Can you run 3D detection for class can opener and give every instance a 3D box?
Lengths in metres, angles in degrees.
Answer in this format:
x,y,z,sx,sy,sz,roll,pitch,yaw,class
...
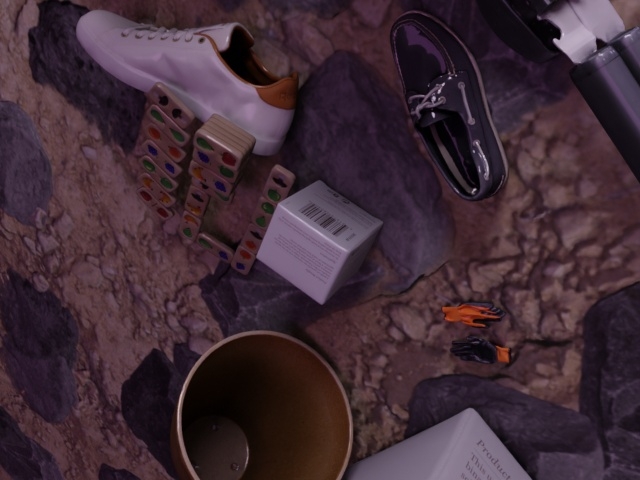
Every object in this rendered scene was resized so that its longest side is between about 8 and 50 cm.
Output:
x,y,z,sx,sy,sz,roll,pitch,yaw,class
0.249,-0.145,0.555,0.280,0.074,0.093,54,163,2,can opener

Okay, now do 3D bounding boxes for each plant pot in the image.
x,y,z,sx,sy,sz,roll,pitch,yaw,class
-0.116,0.283,0.898,0.237,0.237,0.254,49,142,4,plant pot

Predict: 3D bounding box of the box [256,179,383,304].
x,y,z,sx,sy,sz,roll,pitch,yaw,class
0.000,0.000,0.750,0.101,0.102,0.087,34,124,14,box

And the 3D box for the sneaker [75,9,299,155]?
x,y,z,sx,sy,sz,roll,pitch,yaw,class
-0.150,-0.223,0.750,0.290,0.106,0.123,29,123,5,sneaker

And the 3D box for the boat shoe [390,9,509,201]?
x,y,z,sx,sy,sz,roll,pitch,yaw,class
0.124,-0.133,0.631,0.075,0.065,0.206,-22,98,38,boat shoe

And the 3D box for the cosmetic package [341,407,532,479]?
x,y,z,sx,sy,sz,roll,pitch,yaw,class
0.102,0.477,0.721,0.329,0.394,0.327,51,128,3,cosmetic package

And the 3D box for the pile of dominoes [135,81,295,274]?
x,y,z,sx,sy,sz,roll,pitch,yaw,class
-0.151,-0.057,0.792,0.196,0.040,0.251,32,142,0,pile of dominoes

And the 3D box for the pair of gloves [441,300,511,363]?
x,y,z,sx,sy,sz,roll,pitch,yaw,class
0.183,0.108,0.741,0.074,0.010,0.083,-3,113,32,pair of gloves
